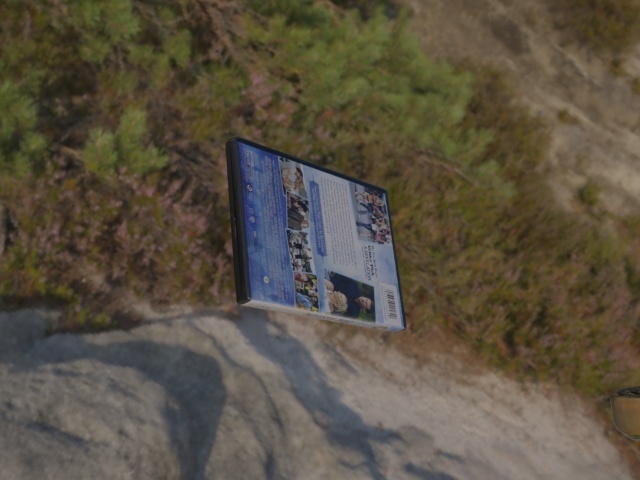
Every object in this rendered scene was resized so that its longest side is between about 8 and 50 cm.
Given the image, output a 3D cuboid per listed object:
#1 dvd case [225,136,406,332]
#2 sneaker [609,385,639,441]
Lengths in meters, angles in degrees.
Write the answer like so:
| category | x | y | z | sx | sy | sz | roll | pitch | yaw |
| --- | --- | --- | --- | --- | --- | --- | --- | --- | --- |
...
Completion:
| category | x | y | z | sx | sy | sz | roll | pitch | yaw |
| --- | --- | --- | --- | --- | --- | --- | --- | --- | --- |
| dvd case | 0.000 | 0.000 | 0.993 | 0.253 | 0.022 | 0.180 | 15 | 61 | -45 |
| sneaker | 0.268 | 0.123 | 0.510 | 0.192 | 0.086 | 0.064 | -5 | -1 | 15 |
